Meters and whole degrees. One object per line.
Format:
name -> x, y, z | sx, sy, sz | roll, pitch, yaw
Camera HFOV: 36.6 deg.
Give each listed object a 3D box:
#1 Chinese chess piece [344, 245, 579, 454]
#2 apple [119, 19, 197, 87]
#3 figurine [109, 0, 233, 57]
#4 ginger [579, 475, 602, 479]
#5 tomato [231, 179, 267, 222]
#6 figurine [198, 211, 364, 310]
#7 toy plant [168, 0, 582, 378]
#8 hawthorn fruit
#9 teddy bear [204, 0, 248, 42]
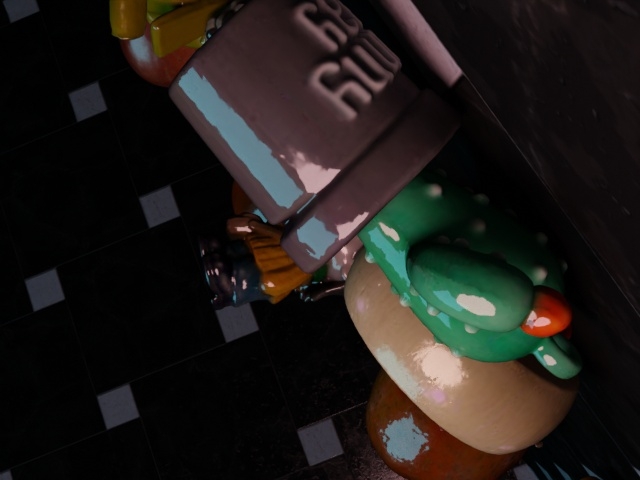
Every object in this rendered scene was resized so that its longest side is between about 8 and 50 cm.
Chinese chess piece -> 0.145, 0.095, 0.999 | 0.273, 0.102, 0.273 | 38, -162, -15
apple -> -0.207, -0.355, 1.474 | 0.234, 0.234, 0.234 | 54, 179, 1
figurine -> -0.169, -0.320, 1.168 | 0.169, 0.218, 0.326 | 32, -178, 15
ginger -> 0.439, 0.489, 1.365 | 0.357, 0.152, 0.274 | 57, 177, -41
tomato -> -0.028, -0.073, 1.693 | 0.256, 0.255, 0.225 | 56, -164, -63
figurine -> -0.001, 0.027, 1.392 | 0.185, 0.332, 0.205 | -117, 3, -58
toy plant -> 0.065, -0.027, 0.792 | 0.400, 0.185, 0.279 | 45, 170, -6
hawthorn fruit -> 0.217, 0.255, 1.539 | 0.277, 0.277, 0.298 | 54, 160, 23
teddy bear -> -0.038, -0.189, 1.116 | 0.251, 0.144, 0.171 | 51, 169, 22
